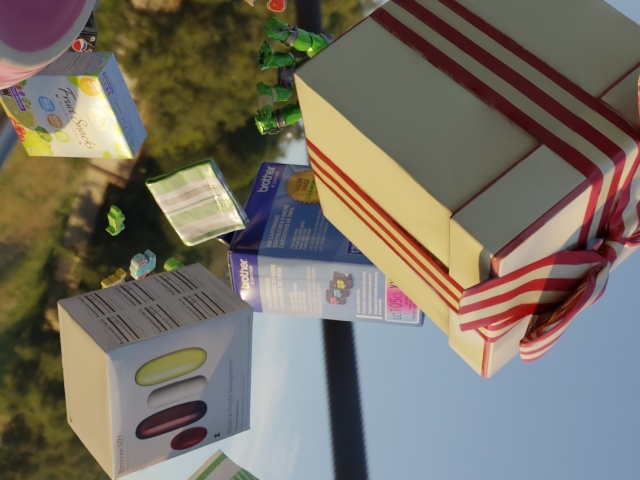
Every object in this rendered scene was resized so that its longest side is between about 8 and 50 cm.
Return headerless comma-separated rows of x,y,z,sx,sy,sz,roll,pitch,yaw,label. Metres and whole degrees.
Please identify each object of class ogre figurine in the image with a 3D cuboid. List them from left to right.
-0.039,-0.260,1.588,0.097,0.118,0.197,-138,-138,-59,ogre figurine

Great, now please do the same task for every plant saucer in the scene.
-0.360,-0.332,1.189,0.332,0.084,0.332,-52,153,-42,plant saucer

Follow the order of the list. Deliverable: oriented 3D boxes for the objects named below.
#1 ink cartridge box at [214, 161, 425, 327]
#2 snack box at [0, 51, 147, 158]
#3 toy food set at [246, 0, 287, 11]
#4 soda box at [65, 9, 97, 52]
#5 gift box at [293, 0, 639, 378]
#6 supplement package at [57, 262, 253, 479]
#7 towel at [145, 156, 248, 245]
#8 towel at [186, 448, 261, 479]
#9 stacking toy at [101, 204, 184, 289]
0.000,0.000,1.788,0.270,0.396,0.151,-76,167,-49,ink cartridge box
-0.410,-0.220,1.646,0.174,0.207,0.070,73,27,-44,snack box
-0.050,-0.352,1.337,0.122,0.078,0.019,-63,-179,35,toy food set
-0.463,-0.421,1.923,0.168,0.053,0.060,-109,-149,-41,soda box
0.141,-0.062,0.800,0.255,0.258,0.276,-41,155,-9,gift box
-0.211,0.164,1.308,0.149,0.203,0.194,34,-50,47,supplement package
-0.188,-0.055,1.552,0.152,0.113,0.023,63,10,-47,towel
-0.094,0.447,1.315,0.248,0.325,0.038,-42,154,-32,towel
-0.308,0.066,1.730,0.052,0.167,0.221,-37,153,-35,stacking toy
